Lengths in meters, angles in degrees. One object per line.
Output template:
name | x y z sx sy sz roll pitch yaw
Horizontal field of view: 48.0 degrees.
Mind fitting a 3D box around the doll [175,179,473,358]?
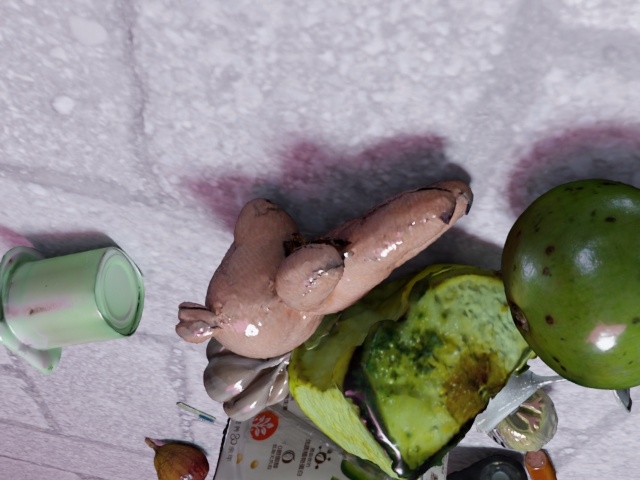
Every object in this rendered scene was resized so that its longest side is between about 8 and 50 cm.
doll | 0.000 0.000 0.727 0.303 0.156 0.201 -35 166 24

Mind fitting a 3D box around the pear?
pear | 0.086 0.120 0.824 0.164 0.238 0.255 53 160 -12

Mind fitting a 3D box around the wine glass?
wine glass | 0.273 0.167 0.874 0.182 0.122 0.122 -17 136 31

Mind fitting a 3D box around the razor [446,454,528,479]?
razor | 0.284 0.505 1.303 0.189 0.107 0.327 -22 138 -8

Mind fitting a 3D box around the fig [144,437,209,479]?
fig | -0.301 0.478 1.548 0.119 0.153 0.119 -21 138 -21

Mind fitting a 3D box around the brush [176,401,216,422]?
brush | -0.236 0.327 1.361 0.083 0.013 0.016 33 143 -24

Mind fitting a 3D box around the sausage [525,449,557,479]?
sausage | 0.376 0.395 1.224 0.041 0.039 0.131 -11 140 20

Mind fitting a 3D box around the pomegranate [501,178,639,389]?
pomegranate | 0.275 0.027 0.635 0.225 0.187 0.187 -17 143 -3

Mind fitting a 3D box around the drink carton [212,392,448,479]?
drink carton | 0.020 0.297 1.069 0.324 0.194 0.132 -10 141 30

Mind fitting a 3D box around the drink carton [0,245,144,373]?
drink carton | -0.316 0.074 0.925 0.142 0.146 0.144 -10 140 18

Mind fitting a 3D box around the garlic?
garlic | -0.079 0.175 0.985 0.194 0.131 0.127 -21 162 41

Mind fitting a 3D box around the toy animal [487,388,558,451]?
toy animal | 0.257 0.239 0.999 0.137 0.098 0.098 19 146 4
